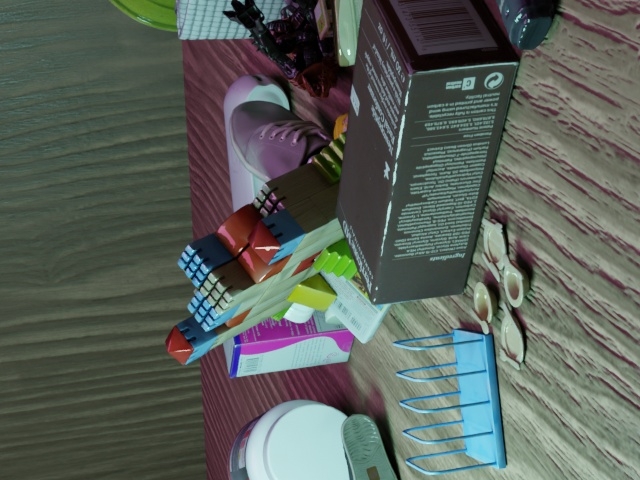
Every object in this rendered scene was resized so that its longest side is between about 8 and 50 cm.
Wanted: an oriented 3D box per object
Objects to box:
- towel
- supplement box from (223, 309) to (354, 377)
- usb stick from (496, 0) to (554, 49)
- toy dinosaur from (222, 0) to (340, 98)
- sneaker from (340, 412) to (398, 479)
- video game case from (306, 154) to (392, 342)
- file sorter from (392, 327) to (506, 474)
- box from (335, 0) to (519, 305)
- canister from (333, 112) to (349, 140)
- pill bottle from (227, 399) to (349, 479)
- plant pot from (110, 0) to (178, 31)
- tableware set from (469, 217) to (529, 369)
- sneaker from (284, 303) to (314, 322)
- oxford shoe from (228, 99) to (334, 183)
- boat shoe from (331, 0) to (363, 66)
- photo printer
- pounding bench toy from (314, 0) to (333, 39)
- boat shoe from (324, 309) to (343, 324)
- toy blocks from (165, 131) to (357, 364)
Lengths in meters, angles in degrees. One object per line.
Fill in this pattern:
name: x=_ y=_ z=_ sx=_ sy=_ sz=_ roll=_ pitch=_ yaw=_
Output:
towel: x=-0.139 y=-0.472 z=2.249 sx=0.284 sy=0.235 sz=0.121 roll=115 pitch=151 yaw=-64
supplement box: x=-0.059 y=0.158 z=2.244 sx=0.111 sy=0.220 sz=0.114 roll=103 pitch=157 yaw=-52
usb stick: x=0.192 y=-0.333 z=1.369 sx=0.077 sy=0.045 sz=0.278 roll=109 pitch=150 yaw=-59
toy dinosaur: x=-0.023 y=-0.329 z=2.092 sx=0.322 sy=0.164 sz=0.218 roll=36 pitch=162 yaw=54
sneaker: x=0.089 y=0.394 z=2.097 sx=0.118 sy=0.083 sz=0.222 roll=69 pitch=-170 yaw=-84
video game case: x=0.032 y=0.015 z=1.913 sx=0.227 sy=0.026 sz=0.206 roll=46 pitch=136 yaw=19
file sorter: x=0.161 y=0.207 z=1.624 sx=0.118 sy=0.104 sz=0.170 roll=179 pitch=84 yaw=-77
box: x=0.120 y=-0.119 z=1.575 sx=0.381 sy=0.143 sz=0.191 roll=95 pitch=162 yaw=-44
canister: x=0.080 y=-0.146 z=1.853 sx=0.170 sy=0.073 sz=0.126 roll=144 pitch=118 yaw=-73
pill bottle: x=-0.047 y=0.404 z=2.326 sx=0.363 sy=0.210 sz=0.210 roll=131 pitch=131 yaw=-72
plant pot: x=-0.244 y=-0.647 z=2.445 sx=0.353 sy=0.366 sz=0.366 roll=145 pitch=118 yaw=-61
tableware set: x=0.216 y=0.063 z=1.513 sx=0.141 sy=0.020 sz=0.169 roll=-120 pitch=27 yaw=-58
sneaker: x=0.000 y=0.000 z=2.135 sx=0.152 sy=0.114 sz=0.305 roll=-50 pitch=21 yaw=38
oxford shoe: x=-0.029 y=-0.144 z=2.106 sx=0.449 sy=0.169 sz=0.130 roll=-127 pitch=29 yaw=-50
boat shoe: x=0.061 y=-0.397 z=1.769 sx=0.109 sy=0.098 sz=0.302 roll=-96 pitch=2 yaw=-71
photo printer: x=-0.125 y=-0.187 z=2.579 sx=0.256 sy=0.107 sz=0.307 roll=-155 pitch=59 yaw=-74
pounding bench toy: x=0.028 y=-0.363 z=1.969 sx=0.052 sy=0.065 sz=0.083 roll=128 pitch=133 yaw=-70
boat shoe: x=0.063 y=0.075 z=2.036 sx=0.227 sy=0.079 sz=0.081 roll=128 pitch=141 yaw=-62
toy blocks: x=-0.098 y=0.031 z=1.835 sx=0.191 sy=0.261 sz=0.381 roll=51 pitch=137 yaw=13
